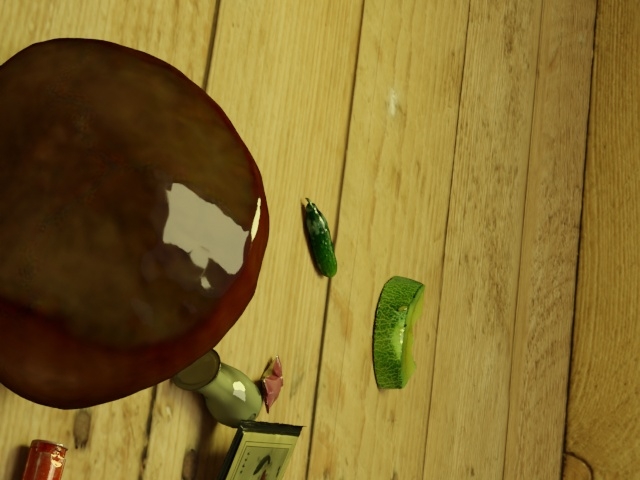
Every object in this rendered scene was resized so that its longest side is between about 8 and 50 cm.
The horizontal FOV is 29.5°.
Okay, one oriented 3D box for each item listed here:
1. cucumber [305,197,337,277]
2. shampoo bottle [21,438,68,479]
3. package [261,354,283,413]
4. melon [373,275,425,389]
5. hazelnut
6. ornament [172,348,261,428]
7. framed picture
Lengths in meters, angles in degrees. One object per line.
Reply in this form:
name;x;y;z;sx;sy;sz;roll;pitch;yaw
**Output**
cucumber;0.000;0.000;1.949;0.037;0.037;0.155;-57;139;-48
shampoo bottle;-0.311;0.321;1.276;0.108;0.051;0.221;42;54;-55
package;-0.072;0.213;1.810;0.083;0.029;0.059;-56;143;-63
melon;0.144;0.169;2.233;0.118;0.064;0.209;11;83;-69
hazelnut;-0.212;-0.010;1.198;0.366;0.366;0.366;1;90;-65
ornament;-0.132;0.198;1.631;0.156;0.075;0.081;49;27;-53
framed picture;-0.100;0.345;1.701;0.199;0.010;0.195;23;89;-63
